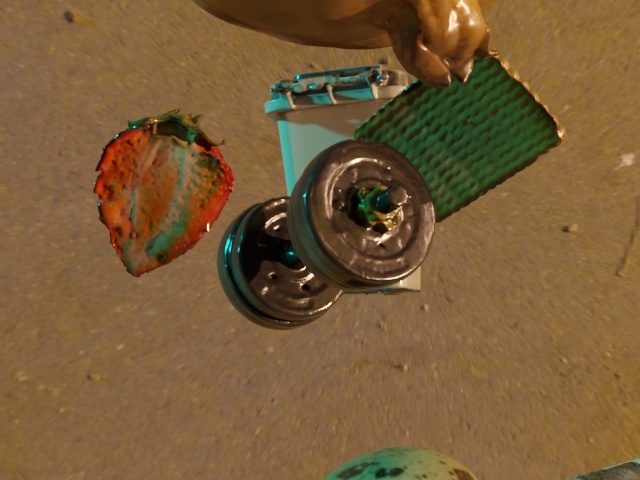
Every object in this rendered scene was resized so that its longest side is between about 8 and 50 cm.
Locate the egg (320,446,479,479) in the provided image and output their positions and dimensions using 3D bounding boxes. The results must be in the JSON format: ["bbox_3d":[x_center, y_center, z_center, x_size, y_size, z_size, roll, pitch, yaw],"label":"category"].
[{"bbox_3d":[0.090,0.476,1.700,0.379,0.287,0.287,-23,90,-19],"label":"egg"}]

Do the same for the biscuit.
[{"bbox_3d":[0.168,-0.135,1.380,0.172,0.029,0.254,47,137,-8],"label":"biscuit"}]

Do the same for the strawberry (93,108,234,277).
[{"bbox_3d":[-0.164,-0.050,1.191,0.146,0.082,0.187,21,99,12],"label":"strawberry"}]

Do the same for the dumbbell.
[{"bbox_3d":[0.000,0.000,1.415,0.185,0.388,0.185,9,71,-26],"label":"dumbbell"}]

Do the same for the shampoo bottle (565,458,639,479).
[{"bbox_3d":[0.178,0.213,0.844,0.207,0.057,0.063,-8,57,-32],"label":"shampoo bottle"}]

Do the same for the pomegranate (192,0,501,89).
[{"bbox_3d":[0.031,-0.260,0.712,0.342,0.342,0.342,0,92,4],"label":"pomegranate"}]

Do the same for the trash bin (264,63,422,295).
[{"bbox_3d":[0.053,-0.091,1.818,0.256,0.296,0.368,-4,85,13],"label":"trash bin"}]
